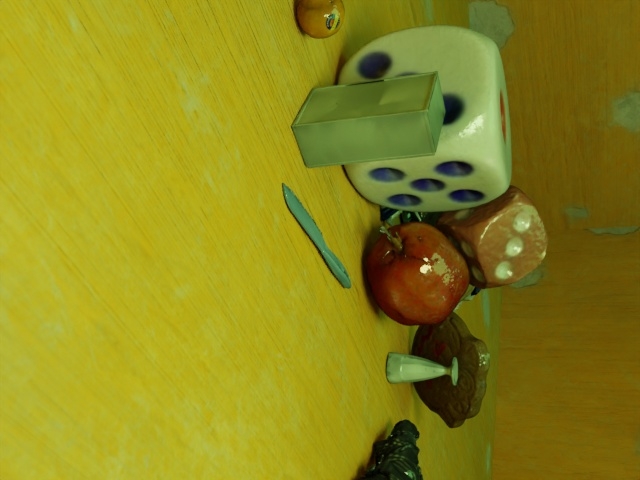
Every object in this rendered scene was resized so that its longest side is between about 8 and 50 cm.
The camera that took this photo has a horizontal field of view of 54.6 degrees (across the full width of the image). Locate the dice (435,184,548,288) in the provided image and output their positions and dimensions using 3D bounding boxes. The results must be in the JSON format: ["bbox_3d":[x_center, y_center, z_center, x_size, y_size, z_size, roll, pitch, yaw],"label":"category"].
[{"bbox_3d":[0.368,-0.011,1.355,0.174,0.179,0.175,65,-9,-22],"label":"dice"}]

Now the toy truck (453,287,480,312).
[{"bbox_3d":[0.373,0.130,1.818,0.177,0.161,0.213,-63,149,-16],"label":"toy truck"}]

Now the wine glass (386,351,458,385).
[{"bbox_3d":[0.234,0.296,1.421,0.073,0.155,0.073,-1,90,-71],"label":"wine glass"}]

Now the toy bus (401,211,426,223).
[{"bbox_3d":[0.247,-0.152,1.573,0.120,0.121,0.265,-81,155,-47],"label":"toy bus"}]

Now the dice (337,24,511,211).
[{"bbox_3d":[0.217,-0.231,1.253,0.304,0.304,0.277,36,54,-62],"label":"dice"}]

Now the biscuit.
[{"bbox_3d":[0.301,0.309,1.501,0.257,0.049,0.273,-130,-139,-50],"label":"biscuit"}]

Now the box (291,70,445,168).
[{"bbox_3d":[0.084,-0.200,1.030,0.129,0.225,0.086,-68,147,-45],"label":"box"}]

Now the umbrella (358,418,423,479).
[{"bbox_3d":[0.133,0.468,1.223,0.128,0.154,0.336,-60,-172,21],"label":"umbrella"}]

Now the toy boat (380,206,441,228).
[{"bbox_3d":[0.277,-0.032,1.449,0.291,0.220,0.067,60,-9,1],"label":"toy boat"}]

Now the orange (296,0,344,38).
[{"bbox_3d":[0.000,-0.383,1.045,0.083,0.083,0.084,-3,90,-68],"label":"orange"}]

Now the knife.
[{"bbox_3d":[0.000,0.000,1.077,0.313,0.019,0.044,55,30,-51],"label":"knife"}]

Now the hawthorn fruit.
[{"bbox_3d":[0.186,0.053,1.289,0.299,0.211,0.211,51,41,-39],"label":"hawthorn fruit"}]

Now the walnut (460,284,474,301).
[{"bbox_3d":[0.307,0.072,1.576,0.245,0.198,0.198,-60,141,-40],"label":"walnut"}]
